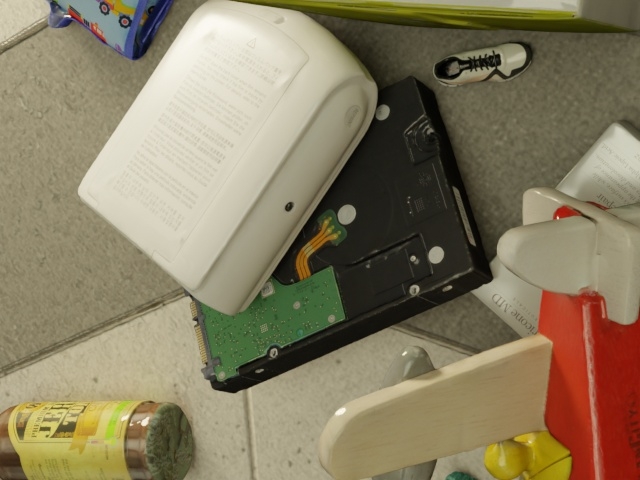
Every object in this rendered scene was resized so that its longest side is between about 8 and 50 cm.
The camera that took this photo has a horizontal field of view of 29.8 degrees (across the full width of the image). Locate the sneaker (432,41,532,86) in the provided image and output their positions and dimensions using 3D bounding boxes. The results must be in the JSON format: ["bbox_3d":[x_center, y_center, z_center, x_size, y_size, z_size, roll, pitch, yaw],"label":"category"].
[{"bbox_3d":[0.169,-0.183,1.264,0.109,0.044,0.040,-12,90,22],"label":"sneaker"}]

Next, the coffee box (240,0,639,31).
[{"bbox_3d":[0.120,-0.367,1.101,0.338,0.337,0.334,7,100,22],"label":"coffee box"}]

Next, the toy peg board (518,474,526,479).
[{"bbox_3d":[0.281,0.261,1.251,0.160,0.079,0.161,14,102,21],"label":"toy peg board"}]

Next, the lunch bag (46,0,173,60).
[{"bbox_3d":[-0.253,-0.366,1.388,0.221,0.138,0.293,37,118,12],"label":"lunch bag"}]

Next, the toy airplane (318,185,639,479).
[{"bbox_3d":[0.224,0.138,1.096,0.386,0.272,0.384,36,74,-17],"label":"toy airplane"}]

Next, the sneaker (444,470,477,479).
[{"bbox_3d":[0.169,0.337,1.320,0.076,0.065,0.166,-30,83,27],"label":"sneaker"}]

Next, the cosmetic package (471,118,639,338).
[{"bbox_3d":[0.271,0.000,1.221,0.117,0.085,0.231,42,109,13],"label":"cosmetic package"}]

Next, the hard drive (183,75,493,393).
[{"bbox_3d":[0.000,0.000,1.307,0.339,0.064,0.237,-26,64,23],"label":"hard drive"}]

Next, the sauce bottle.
[{"bbox_3d":[-0.331,0.255,1.495,0.344,0.111,0.111,-5,95,22],"label":"sauce bottle"}]

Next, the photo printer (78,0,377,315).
[{"bbox_3d":[-0.096,-0.109,1.296,0.256,0.107,0.307,35,92,37],"label":"photo printer"}]
